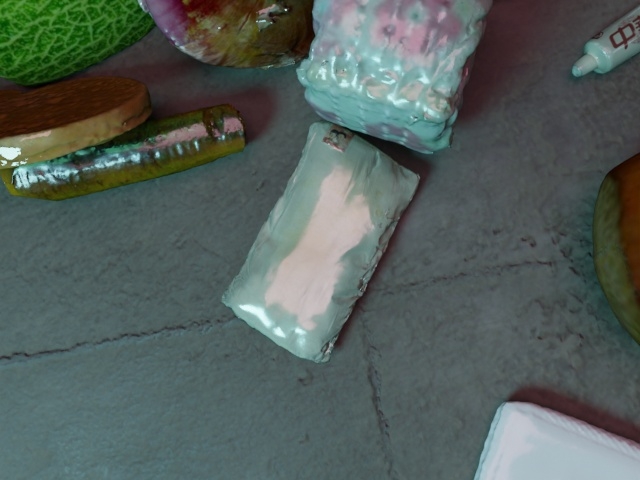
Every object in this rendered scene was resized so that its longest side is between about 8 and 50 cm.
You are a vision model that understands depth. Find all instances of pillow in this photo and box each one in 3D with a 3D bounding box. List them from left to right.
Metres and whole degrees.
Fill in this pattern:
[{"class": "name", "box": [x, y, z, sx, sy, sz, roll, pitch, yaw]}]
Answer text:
[{"class": "pillow", "box": [0.000, 0.000, 0.659, 0.128, 0.051, 0.229, 27, 85, 3]}]

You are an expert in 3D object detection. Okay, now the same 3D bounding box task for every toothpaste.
[{"class": "toothpaste", "box": [0.359, -0.237, 0.670, 0.233, 0.038, 0.060, -33, 83, -3]}]

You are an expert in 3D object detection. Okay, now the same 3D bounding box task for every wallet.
[{"class": "wallet", "box": [0.242, 0.236, 0.615, 0.183, 0.032, 0.124, 20, 84, 5]}]

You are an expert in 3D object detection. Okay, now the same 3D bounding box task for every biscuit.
[{"class": "biscuit", "box": [-0.307, -0.114, 0.643, 0.289, 0.202, 0.044, -7, 119, 9]}]

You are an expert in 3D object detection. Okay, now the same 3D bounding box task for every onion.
[{"class": "onion", "box": [-0.069, -0.273, 0.619, 0.230, 0.163, 0.230, -5, 109, -14]}]

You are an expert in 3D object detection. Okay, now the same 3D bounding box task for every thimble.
[{"class": "thimble", "box": [0.073, -0.178, 0.598, 0.149, 0.211, 0.185, 18, 128, 7]}]

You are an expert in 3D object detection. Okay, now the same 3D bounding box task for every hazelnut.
[{"class": "hazelnut", "box": [0.343, 0.010, 0.557, 0.214, 0.176, 0.214, 8, 103, 38]}]

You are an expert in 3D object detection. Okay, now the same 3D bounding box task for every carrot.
[{"class": "carrot", "box": [-0.204, -0.094, 0.683, 0.260, 0.070, 0.070, -13, 81, 2]}]

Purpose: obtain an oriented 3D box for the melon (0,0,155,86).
[{"class": "melon", "box": [-0.256, -0.372, 0.663, 0.343, 0.226, 0.331, -27, 120, 1]}]
